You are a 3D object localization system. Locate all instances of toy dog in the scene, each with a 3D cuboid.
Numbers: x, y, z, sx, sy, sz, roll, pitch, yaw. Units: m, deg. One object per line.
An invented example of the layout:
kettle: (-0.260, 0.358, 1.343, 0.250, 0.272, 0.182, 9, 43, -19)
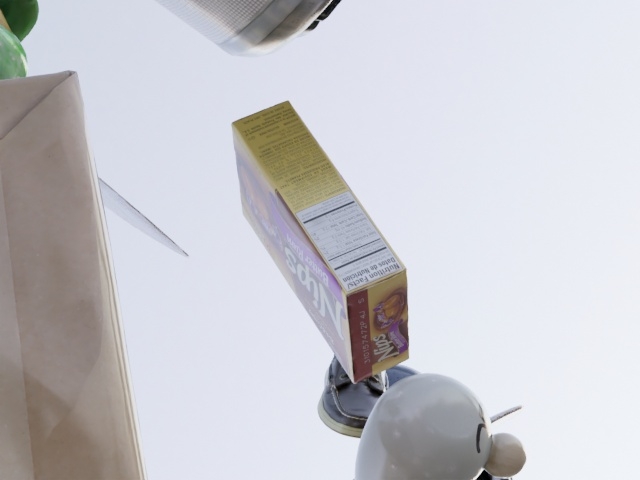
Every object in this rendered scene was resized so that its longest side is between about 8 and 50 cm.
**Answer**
toy dog: (0.080, 0.210, 1.163, 0.161, 0.220, 0.334, 10, -15, -5)

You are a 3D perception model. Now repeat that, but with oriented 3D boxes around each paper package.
paper package: (-0.177, 0.130, 0.888, 0.168, 0.309, 0.325, -7, -34, -12)

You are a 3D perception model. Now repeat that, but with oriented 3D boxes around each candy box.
candy box: (0.000, 0.000, 1.337, 0.053, 0.187, 0.109, -22, -37, -14)

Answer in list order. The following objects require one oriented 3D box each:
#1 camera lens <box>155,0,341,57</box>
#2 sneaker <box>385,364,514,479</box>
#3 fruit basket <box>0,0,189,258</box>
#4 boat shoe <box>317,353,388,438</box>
camera lens: (-0.086, -0.285, 1.352, 0.274, 0.219, 0.219, 35, -77, -16)
sneaker: (0.098, 0.181, 1.615, 0.099, 0.282, 0.153, -33, -41, -2)
fruit basket: (-0.245, -0.143, 1.044, 0.165, 0.353, 0.327, -54, -54, -11)
boat shoe: (0.027, 0.116, 1.506, 0.056, 0.152, 0.049, 10, -72, -8)
